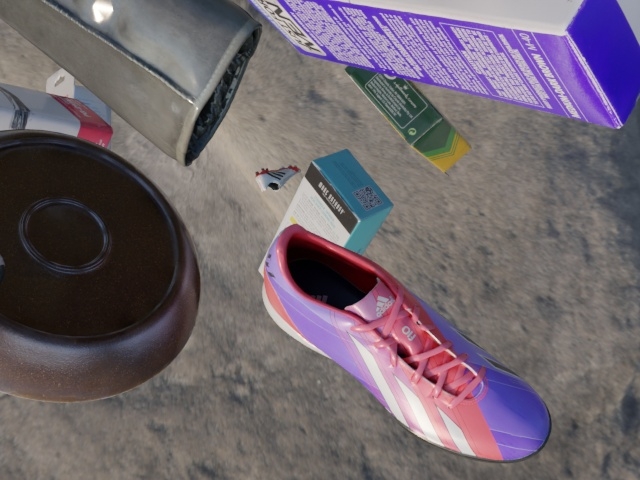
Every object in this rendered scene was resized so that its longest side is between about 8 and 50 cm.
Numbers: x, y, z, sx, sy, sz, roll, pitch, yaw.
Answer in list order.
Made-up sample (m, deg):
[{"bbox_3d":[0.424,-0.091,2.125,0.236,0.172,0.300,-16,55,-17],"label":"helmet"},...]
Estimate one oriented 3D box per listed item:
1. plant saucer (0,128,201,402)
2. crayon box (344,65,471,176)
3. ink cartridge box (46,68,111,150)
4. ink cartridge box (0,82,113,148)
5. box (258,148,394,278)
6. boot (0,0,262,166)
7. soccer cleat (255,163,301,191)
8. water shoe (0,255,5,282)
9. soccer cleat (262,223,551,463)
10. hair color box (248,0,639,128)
[{"bbox_3d":[-0.251,0.004,0.824,0.311,0.310,0.050,31,135,-10],"label":"plant saucer"},{"bbox_3d":[0.185,-0.249,1.673,0.083,0.323,0.203,-42,72,11],"label":"crayon box"},{"bbox_3d":[-0.351,-0.156,1.228,0.062,0.104,0.181,7,77,-40],"label":"ink cartridge box"},{"bbox_3d":[-0.401,-0.100,1.042,0.100,0.237,0.172,38,109,33],"label":"ink cartridge box"},{"bbox_3d":[0.000,0.000,1.107,0.060,0.244,0.100,-24,67,-35],"label":"box"},{"bbox_3d":[-0.121,-0.149,0.402,0.208,0.189,0.076,39,57,9],"label":"boot"},{"bbox_3d":[-0.060,-0.091,1.257,0.083,0.029,0.035,-11,82,-44],"label":"soccer cleat"},{"bbox_3d":[-0.345,0.053,0.651,0.203,0.073,0.080,-36,87,-19],"label":"water shoe"},{"bbox_3d":[0.077,0.097,0.805,0.318,0.116,0.108,33,65,16],"label":"soccer cleat"},{"bbox_3d":[0.106,-0.215,0.629,0.110,0.339,0.185,40,81,-44],"label":"hair color box"}]
